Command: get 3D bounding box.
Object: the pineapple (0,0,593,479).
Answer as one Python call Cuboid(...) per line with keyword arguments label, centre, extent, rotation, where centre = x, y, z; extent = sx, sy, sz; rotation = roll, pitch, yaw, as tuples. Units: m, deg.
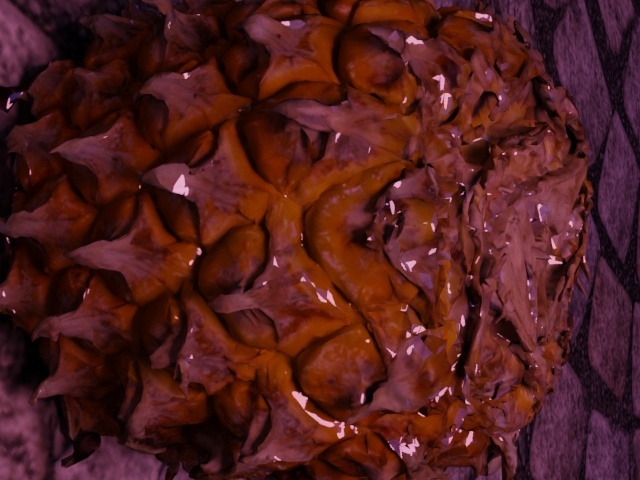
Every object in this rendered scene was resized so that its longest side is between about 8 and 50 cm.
Cuboid(label="pineapple", centre=(-0.001, 0.001, 0.688), extent=(0.352, 0.300, 0.352), rotation=(-11, 103, -58))
